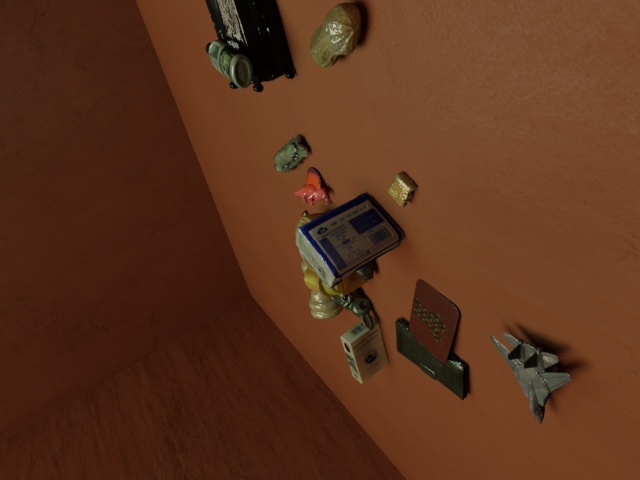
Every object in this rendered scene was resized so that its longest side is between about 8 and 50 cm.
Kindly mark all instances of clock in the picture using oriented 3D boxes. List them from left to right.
[{"bbox_3d":[0.022,0.043,1.648,0.244,0.201,0.316,8,117,59],"label":"clock"}]

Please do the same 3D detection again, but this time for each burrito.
[{"bbox_3d":[-0.125,-0.322,1.653,0.096,0.066,0.309,67,158,-4],"label":"burrito"}]

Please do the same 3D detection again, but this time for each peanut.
[{"bbox_3d":[0.035,-0.493,1.039,0.099,0.090,0.214,35,167,-18],"label":"peanut"}]

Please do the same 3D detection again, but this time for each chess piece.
[{"bbox_3d":[-0.003,0.198,1.975,0.167,0.167,0.299,19,128,59],"label":"chess piece"}]

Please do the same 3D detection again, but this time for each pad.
[{"bbox_3d":[0.356,0.261,1.366,0.181,0.004,0.266,42,144,42],"label":"pad"}]

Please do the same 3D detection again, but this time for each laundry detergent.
[{"bbox_3d":[-0.287,-0.551,1.297,0.225,0.070,0.099,46,161,35],"label":"laundry detergent"}]

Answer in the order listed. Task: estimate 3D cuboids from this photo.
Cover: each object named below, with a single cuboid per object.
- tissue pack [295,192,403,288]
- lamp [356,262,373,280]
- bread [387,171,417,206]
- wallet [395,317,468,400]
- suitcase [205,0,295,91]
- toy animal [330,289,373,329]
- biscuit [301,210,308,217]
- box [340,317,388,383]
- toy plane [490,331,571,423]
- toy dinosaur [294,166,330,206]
[{"bbox_3d":[0.086,0.000,1.316,0.209,0.270,0.137,50,156,23],"label":"tissue pack"},{"bbox_3d":[0.124,0.039,1.519,0.101,0.101,0.250,14,134,62],"label":"lamp"},{"bbox_3d":[0.221,-0.140,1.158,0.070,0.035,0.083,50,150,23],"label":"bread"},{"bbox_3d":[0.384,0.408,1.498,0.317,0.044,0.168,31,141,49],"label":"wallet"},{"bbox_3d":[-0.232,-0.657,1.332,0.230,0.152,0.334,30,144,51],"label":"suitcase"},{"bbox_3d":[0.150,0.258,1.779,0.236,0.108,0.138,35,-170,13],"label":"toy animal"},{"bbox_3d":[0.000,0.000,1.850,0.291,0.026,0.048,58,155,4],"label":"biscuit"},{"bbox_3d":[0.194,0.472,1.840,0.069,0.164,0.256,29,143,50],"label":"box"},{"bbox_3d":[0.532,0.348,1.043,0.212,0.088,0.267,24,148,58],"label":"toy plane"},{"bbox_3d":[-0.047,-0.216,1.641,0.286,0.070,0.138,29,133,58],"label":"toy dinosaur"}]
